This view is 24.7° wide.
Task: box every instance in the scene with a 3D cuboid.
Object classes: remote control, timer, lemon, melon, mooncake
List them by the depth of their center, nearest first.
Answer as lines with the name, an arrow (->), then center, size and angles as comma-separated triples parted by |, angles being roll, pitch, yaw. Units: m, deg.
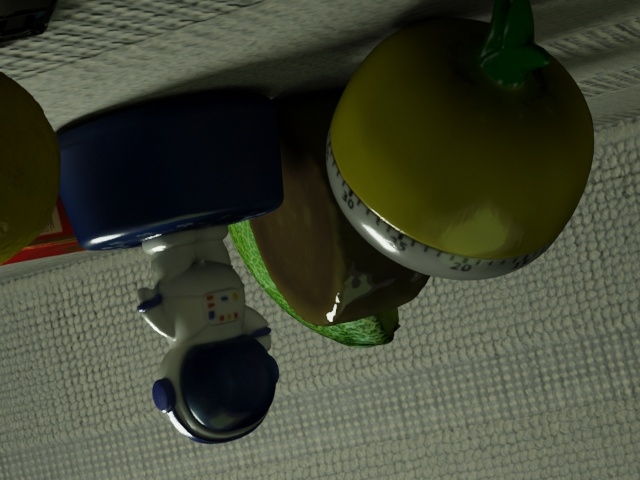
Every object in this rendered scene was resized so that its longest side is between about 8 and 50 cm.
remote control -> -0.188, -0.161, 0.923 | 0.059, 0.028, 0.212 | -11, 177, -18
lemon -> -0.288, -0.058, 1.121 | 0.181, 0.180, 0.193 | -13, -151, -3
timer -> 0.152, -0.123, 1.420 | 0.285, 0.285, 0.285 | -13, 178, -1
timer -> -0.142, 0.042, 1.674 | 0.270, 0.383, 0.270 | -14, 178, -1
mooncake -> 0.025, -0.043, 1.805 | 0.156, 0.284, 0.284 | -15, 179, -26
melon -> 0.000, 0.000, 2.109 | 0.226, 0.343, 0.331 | -16, 178, -39

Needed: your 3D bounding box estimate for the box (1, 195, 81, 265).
box -> -0.409, -0.025, 2.214 | 0.313, 0.089, 0.197 | -10, 175, -35
